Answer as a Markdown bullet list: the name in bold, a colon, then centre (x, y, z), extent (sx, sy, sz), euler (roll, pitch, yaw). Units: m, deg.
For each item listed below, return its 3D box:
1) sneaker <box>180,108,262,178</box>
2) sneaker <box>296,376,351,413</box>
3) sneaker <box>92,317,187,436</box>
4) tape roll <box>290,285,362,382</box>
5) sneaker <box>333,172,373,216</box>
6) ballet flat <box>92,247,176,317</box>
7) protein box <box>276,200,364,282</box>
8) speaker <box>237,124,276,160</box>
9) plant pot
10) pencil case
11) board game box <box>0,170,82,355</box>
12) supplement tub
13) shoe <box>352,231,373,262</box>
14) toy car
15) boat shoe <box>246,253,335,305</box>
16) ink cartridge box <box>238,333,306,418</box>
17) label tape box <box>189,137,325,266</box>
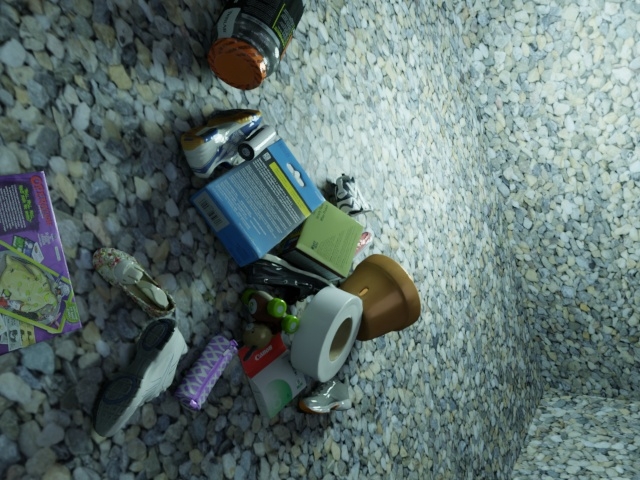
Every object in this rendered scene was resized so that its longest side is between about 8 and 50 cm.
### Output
- **sneaker**: centre (-0.271, -0.278, 1.442), extent (0.296, 0.111, 0.131), euler (-42, 136, -41)
- **sneaker**: centre (0.008, 0.511, 1.708), extent (0.262, 0.099, 0.121), euler (17, 67, -55)
- **sneaker**: centre (-0.412, 0.335, 1.215), extent (0.297, 0.111, 0.129), euler (-57, 142, -29)
- **tape roll**: centre (0.024, 0.288, 1.589), extent (0.286, 0.100, 0.286), euler (-44, 145, -43)
- **sneaker**: centre (0.115, -0.171, 1.868), extent (0.235, 0.094, 0.153), euler (-4, 79, -59)
- **ballet flat**: centre (-0.433, 0.100, 1.225), extent (0.241, 0.077, 0.091), euler (50, 53, -34)
- **protein box**: centre (0.000, 0.000, 1.649), extent (0.201, 0.136, 0.200), euler (32, 62, -22)
- **speaker**: centre (-0.178, -0.279, 1.451), extent (0.055, 0.055, 0.136), euler (64, 36, -24)
- **plant pot**: centre (0.178, 0.220, 1.800), extent (0.203, 0.290, 0.291), euler (-29, 110, -29)
- **pencil case**: centre (-0.298, 0.349, 1.356), extent (0.086, 0.088, 0.206), euler (53, 52, -30)
- **board game box**: centre (-0.627, 0.045, 1.029), extent (0.208, 0.056, 0.347), euler (-17, 100, -44)
- **supplement tub**: centre (-0.183, -0.613, 1.469), extent (0.207, 0.207, 0.338), euler (42, 57, -39)
- **shoe**: centre (0.132, 0.003, 1.899), extent (0.178, 0.063, 0.081), euler (-47, 126, -35)
- **toy car**: centre (-0.185, 0.252, 1.459), extent (0.188, 0.155, 0.149), euler (-50, 127, -23)
- **boat shoe**: centre (-0.093, 0.141, 1.580), extent (0.340, 0.127, 0.113), euler (30, 65, -42)
- **ink cartridge box**: centre (-0.141, 0.395, 1.564), extent (0.181, 0.056, 0.225), euler (-31, 111, -47)
- **label tape box**: centre (-0.171, -0.115, 1.478), extent (0.241, 0.106, 0.333), euler (55, 47, -9)
